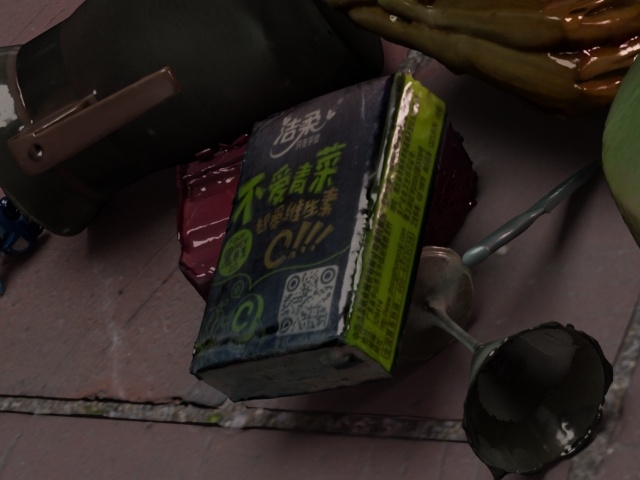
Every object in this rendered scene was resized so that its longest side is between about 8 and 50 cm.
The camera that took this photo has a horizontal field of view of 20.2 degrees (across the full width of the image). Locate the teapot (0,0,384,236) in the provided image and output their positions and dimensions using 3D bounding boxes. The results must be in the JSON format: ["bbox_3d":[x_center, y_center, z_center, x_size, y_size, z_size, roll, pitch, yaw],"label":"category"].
[{"bbox_3d":[-0.140,-0.156,1.633,0.344,0.253,0.300,-29,10,18],"label":"teapot"}]

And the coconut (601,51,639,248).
[{"bbox_3d":[0.332,-0.053,1.100,0.328,0.328,0.281,5,49,40],"label":"coconut"}]

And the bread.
[{"bbox_3d":[0.188,-0.238,1.472,0.277,0.167,0.324,-19,36,-32],"label":"bread"}]

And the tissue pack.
[{"bbox_3d":[0.000,0.000,1.354,0.173,0.073,0.235,-16,50,42],"label":"tissue pack"}]

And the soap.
[{"bbox_3d":[0.005,-0.034,1.510,0.250,0.099,0.162,-21,39,18],"label":"soap"}]

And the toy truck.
[{"bbox_3d":[-0.315,0.005,1.737,0.056,0.073,0.090,1,62,38],"label":"toy truck"}]

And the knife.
[{"bbox_3d":[0.163,-0.020,1.379,0.028,0.015,0.210,-42,-6,39],"label":"knife"}]

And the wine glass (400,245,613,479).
[{"bbox_3d":[0.111,0.080,1.297,0.122,0.122,0.183,-40,33,-9],"label":"wine glass"}]
